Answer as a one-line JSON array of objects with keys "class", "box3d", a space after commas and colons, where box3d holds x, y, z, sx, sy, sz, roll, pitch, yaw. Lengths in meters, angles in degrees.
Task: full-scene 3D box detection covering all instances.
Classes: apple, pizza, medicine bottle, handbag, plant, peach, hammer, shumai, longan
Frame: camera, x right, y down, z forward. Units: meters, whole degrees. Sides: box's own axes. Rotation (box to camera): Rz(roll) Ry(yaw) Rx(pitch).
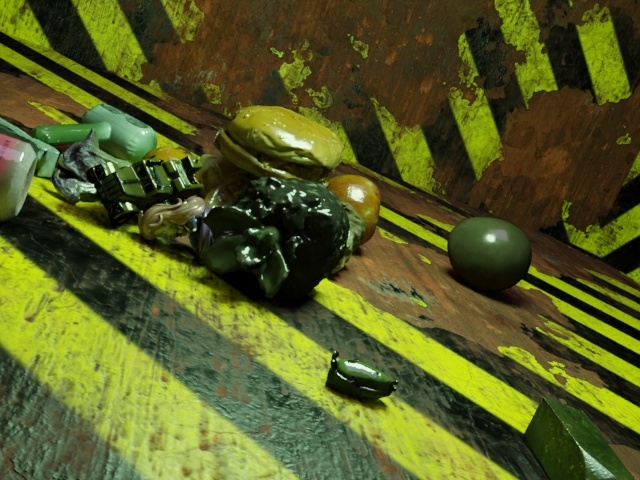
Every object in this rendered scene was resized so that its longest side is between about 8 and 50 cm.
[{"class": "apple", "box3d": [0.066, -0.079, 1.981, 0.196, 0.196, 0.196, 21, 14, -5]}, {"class": "pizza", "box3d": [-0.169, -0.066, 1.735, 0.195, 0.185, 0.052, 44, -28, -3]}, {"class": "medicine bottle", "box3d": [-0.603, -0.128, 1.220, 0.247, 0.147, 0.147, 18, 14, -16]}, {"class": "handbag", "box3d": [0.063, 0.213, 1.157, 0.111, 0.047, 0.072, 20, 15, 1]}, {"class": "plant", "box3d": [-0.079, -0.009, 1.431, 0.215, 0.213, 0.312, 29, 13, 18]}, {"class": "peach", "box3d": [-0.353, -0.151, 1.722, 0.138, 0.138, 0.138, 21, 14, -5]}, {"class": "hammer", "box3d": [-0.572, -0.255, 1.848, 0.206, 0.119, 0.335, 27, 21, 21]}, {"class": "shumai", "box3d": [0.000, 0.000, 1.722, 0.205, 0.166, 0.176, 10, 42, -4]}, {"class": "longan", "box3d": [0.479, 0.034, 2.137, 0.246, 0.215, 0.246, 42, 1, -1]}]

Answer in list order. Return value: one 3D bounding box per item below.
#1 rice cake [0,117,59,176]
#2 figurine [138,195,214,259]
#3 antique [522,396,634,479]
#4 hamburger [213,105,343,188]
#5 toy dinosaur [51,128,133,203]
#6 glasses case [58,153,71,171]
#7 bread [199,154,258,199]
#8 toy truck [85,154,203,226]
[{"class": "rice cake", "box3d": [-0.688, -0.227, 1.621, 0.336, 0.066, 0.063, 30, 15, 25]}, {"class": "figurine", "box3d": [-0.269, -0.036, 1.451, 0.157, 0.114, 0.126, 21, -2, 4]}, {"class": "antique", "box3d": [0.392, 0.333, 1.140, 0.080, 0.081, 0.221, 19, 14, -9]}, {"class": "hamburger", "box3d": [-0.099, -0.224, 1.781, 0.318, 0.158, 0.319, 21, 16, -6]}, {"class": "toy dinosaur", "box3d": [-0.472, -0.148, 1.601, 0.162, 0.077, 0.294, 26, 17, -19]}, {"class": "glasses case", "box3d": [-0.518, -0.169, 1.713, 0.063, 0.041, 0.164, 35, 19, 35]}, {"class": "bread", "box3d": [-0.154, -0.122, 1.893, 0.311, 0.121, 0.173, 6, 40, -29]}, {"class": "toy truck", "box3d": [-0.344, -0.112, 1.516, 0.257, 0.127, 0.127, -17, 81, -62]}]
